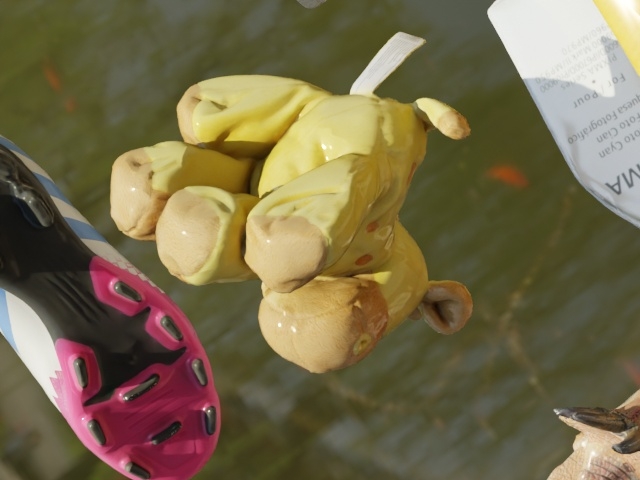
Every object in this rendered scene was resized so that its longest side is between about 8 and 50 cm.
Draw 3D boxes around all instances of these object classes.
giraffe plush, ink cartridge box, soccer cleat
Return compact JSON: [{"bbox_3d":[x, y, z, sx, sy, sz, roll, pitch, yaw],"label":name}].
[{"bbox_3d":[0.000,0.000,1.144,0.181,0.210,0.170,33,146,42],"label":"giraffe plush"},{"bbox_3d":[0.276,0.020,1.297,0.308,0.091,0.385,27,-143,-60],"label":"ink cartridge box"},{"bbox_3d":[-0.187,0.036,1.411,0.331,0.116,0.143,55,173,-26],"label":"soccer cleat"}]

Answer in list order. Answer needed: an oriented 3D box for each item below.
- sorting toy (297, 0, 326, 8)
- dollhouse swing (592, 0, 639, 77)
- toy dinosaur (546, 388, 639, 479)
[{"bbox_3d":[-0.010,-0.359,1.690,0.255,0.089,0.257,42,144,-18],"label":"sorting toy"},{"bbox_3d":[0.245,-0.272,0.998,0.305,0.347,0.315,48,122,22],"label":"dollhouse swing"},{"bbox_3d":[0.142,0.200,1.038,0.127,0.200,0.295,34,-148,-40],"label":"toy dinosaur"}]
